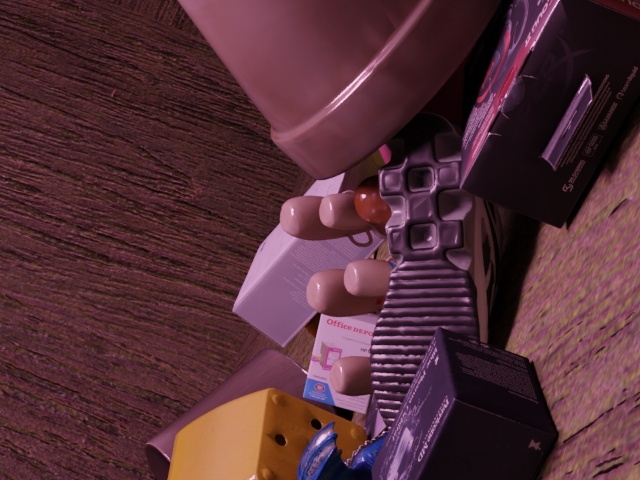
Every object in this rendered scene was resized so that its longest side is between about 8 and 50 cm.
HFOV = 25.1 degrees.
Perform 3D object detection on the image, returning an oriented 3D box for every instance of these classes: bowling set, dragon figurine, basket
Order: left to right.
[{"bbox_3d":[-0.119,0.276,2.012,0.227,0.154,0.204,-31,27,-23],"label":"basket"},{"bbox_3d":[0.025,0.248,1.498,0.085,0.144,0.289,-101,33,-77],"label":"dragon figurine"},{"bbox_3d":[0.083,0.019,1.570,0.200,0.154,0.287,-55,43,47],"label":"bowling set"}]

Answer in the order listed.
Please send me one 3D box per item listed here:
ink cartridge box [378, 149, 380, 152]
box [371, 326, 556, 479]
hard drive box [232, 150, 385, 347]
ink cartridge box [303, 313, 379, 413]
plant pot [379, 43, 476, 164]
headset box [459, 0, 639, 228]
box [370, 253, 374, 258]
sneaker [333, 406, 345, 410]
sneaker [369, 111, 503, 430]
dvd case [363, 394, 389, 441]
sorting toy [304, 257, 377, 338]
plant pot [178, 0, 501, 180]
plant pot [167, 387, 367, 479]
[{"bbox_3d":[0.068,-0.054,2.523,0.223,0.045,0.224,-77,11,-47],"label":"ink cartridge box"},{"bbox_3d":[0.115,0.180,1.211,0.158,0.093,0.156,-93,25,-72],"label":"box"},{"bbox_3d":[0.000,0.000,1.890,0.232,0.089,0.181,-47,12,29],"label":"hard drive box"},{"bbox_3d":[0.034,0.151,1.858,0.052,0.088,0.122,-42,-35,-75],"label":"ink cartridge box"},{"bbox_3d":[0.138,-0.146,1.690,0.201,0.201,0.180,117,156,-43],"label":"plant pot"},{"bbox_3d":[0.222,-0.168,1.345,0.293,0.110,0.218,-79,12,-58],"label":"headset box"},{"bbox_3d":[0.031,0.066,2.393,0.232,0.058,0.087,121,169,-54],"label":"box"},{"bbox_3d":[0.012,0.202,2.095,0.188,0.066,0.071,171,121,-82],"label":"sneaker"},{"bbox_3d":[0.134,0.045,1.448,0.146,0.122,0.331,9,-96,-60],"label":"sneaker"},{"bbox_3d":[0.100,0.155,1.732,0.221,0.018,0.164,124,166,-62],"label":"dvd case"},{"bbox_3d":[0.029,0.086,2.066,0.365,0.126,0.127,-93,25,-72],"label":"sorting toy"},{"bbox_3d":[-0.010,-0.270,1.475,0.323,0.280,0.323,-47,16,18],"label":"plant pot"},{"bbox_3d":[-0.055,0.304,1.733,0.187,0.212,0.212,-49,23,40],"label":"plant pot"}]
